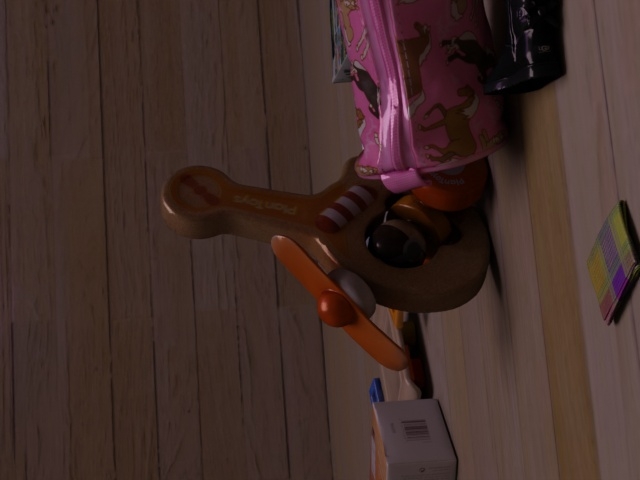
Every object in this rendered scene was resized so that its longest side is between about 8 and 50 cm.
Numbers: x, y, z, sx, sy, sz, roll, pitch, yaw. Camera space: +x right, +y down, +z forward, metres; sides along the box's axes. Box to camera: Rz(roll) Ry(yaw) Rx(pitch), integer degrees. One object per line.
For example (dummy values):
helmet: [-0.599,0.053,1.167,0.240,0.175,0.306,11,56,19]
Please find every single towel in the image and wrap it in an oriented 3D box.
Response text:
towel: [0.212,0.017,0.822,0.083,0.009,0.060,96,170,-53]

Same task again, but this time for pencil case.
pencil case: [0.073,-0.246,1.054,0.160,0.167,0.386,29,135,64]

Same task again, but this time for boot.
boot: [0.169,-0.179,0.968,0.121,0.045,0.099,166,99,-77]

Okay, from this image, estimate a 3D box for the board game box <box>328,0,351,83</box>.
board game box: [0.071,-0.364,1.602,0.303,0.097,0.224,140,126,-82]

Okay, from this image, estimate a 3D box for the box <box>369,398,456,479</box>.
box: [0.118,0.315,1.496,0.130,0.091,0.171,-104,12,-61]

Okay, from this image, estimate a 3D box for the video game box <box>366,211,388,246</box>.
video game box: [0.089,0.005,1.852,0.187,0.048,0.205,-125,33,-84]

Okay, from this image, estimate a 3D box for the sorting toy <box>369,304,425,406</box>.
sorting toy: [0.119,0.186,1.661,0.348,0.047,0.196,93,167,-49]

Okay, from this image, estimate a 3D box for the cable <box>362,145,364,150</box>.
cable: [0.109,-0.157,1.372,0.257,0.089,0.257,-142,50,-81]

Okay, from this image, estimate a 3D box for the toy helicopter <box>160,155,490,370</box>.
toy helicopter: [0.000,0.000,1.194,0.140,0.354,0.235,95,-173,-53]
